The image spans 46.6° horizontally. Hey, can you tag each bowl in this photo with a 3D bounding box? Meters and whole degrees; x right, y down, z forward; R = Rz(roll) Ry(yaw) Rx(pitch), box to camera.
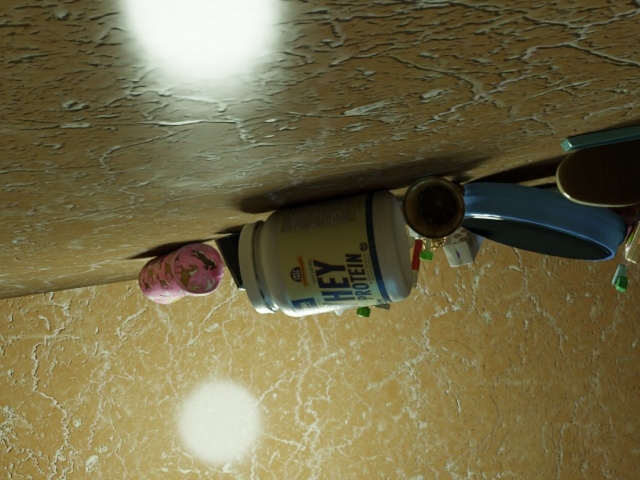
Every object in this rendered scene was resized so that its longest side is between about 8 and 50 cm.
[{"bbox_3d":[0.498,-0.037,1.719,0.391,0.077,0.391,16,174,2],"label":"bowl"}]

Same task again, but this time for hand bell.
[{"bbox_3d":[0.264,-0.090,1.557,0.126,0.126,0.242,-11,-171,24],"label":"hand bell"}]

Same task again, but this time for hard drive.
[{"bbox_3d":[-0.160,0.050,2.022,0.054,0.172,0.255,-38,160,28],"label":"hard drive"}]

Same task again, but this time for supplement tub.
[{"bbox_3d":[0.014,0.033,1.573,0.325,0.235,0.235,-10,176,14],"label":"supplement tub"}]

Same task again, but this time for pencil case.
[{"bbox_3d":[-0.421,0.103,2.231,0.167,0.160,0.386,-35,-172,-27],"label":"pencil case"}]

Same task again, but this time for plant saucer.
[{"bbox_3d":[0.506,-0.176,1.245,0.192,0.018,0.067,-10,176,9],"label":"plant saucer"}]

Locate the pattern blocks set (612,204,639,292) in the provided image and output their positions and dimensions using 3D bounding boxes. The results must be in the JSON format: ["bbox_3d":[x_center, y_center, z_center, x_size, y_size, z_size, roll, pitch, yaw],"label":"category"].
[{"bbox_3d":[0.689,-0.046,1.585,0.026,0.324,0.285,20,-177,16],"label":"pattern blocks set"}]

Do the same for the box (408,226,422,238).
[{"bbox_3d":[0.319,-0.054,2.128,0.101,0.087,0.102,-6,177,-35],"label":"box"}]

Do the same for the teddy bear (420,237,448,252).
[{"bbox_3d":[0.417,-0.049,2.282,0.245,0.113,0.338,-12,-171,23],"label":"teddy bear"}]

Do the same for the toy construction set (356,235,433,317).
[{"bbox_3d":[0.158,0.090,2.005,0.309,0.237,0.257,11,176,-35],"label":"toy construction set"}]

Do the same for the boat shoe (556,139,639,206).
[{"bbox_3d":[0.570,-0.127,1.349,0.341,0.121,0.110,-10,177,-13],"label":"boat shoe"}]

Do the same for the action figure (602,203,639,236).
[{"bbox_3d":[0.821,-0.042,1.851,0.370,0.248,0.275,13,147,-4],"label":"action figure"}]

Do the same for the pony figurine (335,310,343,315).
[{"bbox_3d":[0.122,0.080,2.723,0.364,0.302,0.351,-7,145,22],"label":"pony figurine"}]

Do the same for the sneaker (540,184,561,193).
[{"bbox_3d":[0.563,-0.089,2.158,0.169,0.108,0.292,-6,166,-15],"label":"sneaker"}]

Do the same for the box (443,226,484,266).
[{"bbox_3d":[0.395,-0.029,1.962,0.063,0.067,0.324,-13,-161,27],"label":"box"}]

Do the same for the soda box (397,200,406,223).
[{"bbox_3d":[0.139,-0.062,1.791,0.063,0.058,0.183,-12,175,34],"label":"soda box"}]
